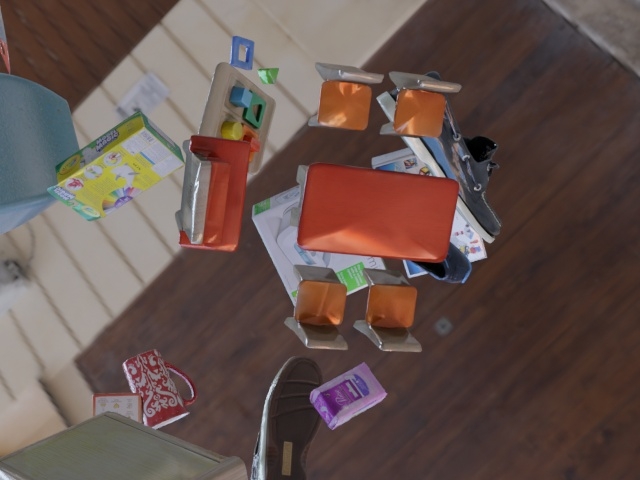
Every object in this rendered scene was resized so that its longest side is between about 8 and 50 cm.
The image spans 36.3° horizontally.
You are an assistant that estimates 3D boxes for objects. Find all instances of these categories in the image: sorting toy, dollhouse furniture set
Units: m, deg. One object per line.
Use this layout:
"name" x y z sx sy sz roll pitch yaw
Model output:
"sorting toy" -0.160 -0.247 2.015 0.047 0.347 0.196 5 166 34
"dollhouse furniture set" 0.003 -0.030 0.895 0.259 0.261 0.135 5 -170 -17
"dollhouse furniture set" -0.192 0.419 1.069 0.256 0.362 0.394 7 110 48

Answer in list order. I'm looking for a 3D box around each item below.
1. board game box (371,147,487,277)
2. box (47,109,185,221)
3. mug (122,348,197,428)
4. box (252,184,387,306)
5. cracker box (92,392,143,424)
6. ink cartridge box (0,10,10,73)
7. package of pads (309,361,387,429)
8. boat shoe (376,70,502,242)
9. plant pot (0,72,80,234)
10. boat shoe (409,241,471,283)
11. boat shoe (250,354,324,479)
"board game box" 0.253 -0.075 2.261 0.053 0.193 0.305 -84 -23 -64
"box" -0.300 -0.102 1.421 0.105 0.179 0.043 46 -164 -49
"mug" -0.385 0.350 2.311 0.169 0.113 0.150 65 -157 9
"box" 0.000 0.000 2.245 0.127 0.231 0.261 -100 -13 -74
"cracker box" -0.270 0.323 1.308 0.156 0.067 0.232 131 139 -76
"ink cartridge box" -0.589 -0.399 1.715 0.145 0.045 0.179 -128 33 -48
"package of pads" 0.034 0.185 1.172 0.050 0.083 0.032 52 144 21
"boat shoe" 0.219 -0.131 1.524 0.340 0.113 0.127 49 -172 -30
"plant pot" -0.538 -0.136 1.605 0.252 0.248 0.247 -12 -96 -38
"boat shoe" 0.210 -0.001 2.085 0.089 0.109 0.258 -3 -153 -47
"boat shoe" -0.062 0.302 1.482 0.095 0.257 0.095 22 155 -20
